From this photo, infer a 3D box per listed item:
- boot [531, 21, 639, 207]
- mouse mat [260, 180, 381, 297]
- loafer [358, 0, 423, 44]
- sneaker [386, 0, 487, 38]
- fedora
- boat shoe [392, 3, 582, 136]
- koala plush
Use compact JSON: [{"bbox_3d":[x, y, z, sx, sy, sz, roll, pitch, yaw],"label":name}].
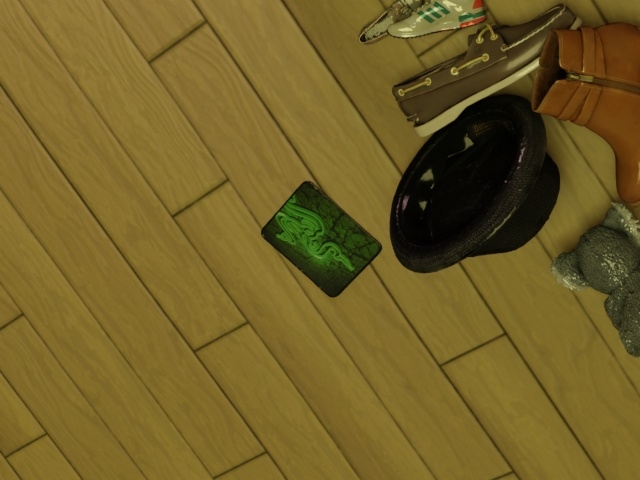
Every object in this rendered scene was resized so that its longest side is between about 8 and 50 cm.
[{"bbox_3d":[0.428,-0.189,1.684,0.220,0.109,0.283,-1,111,-21],"label":"boot"},{"bbox_3d":[0.000,0.000,2.016,0.190,0.007,0.152,42,117,0],"label":"mouse mat"},{"bbox_3d":[0.115,-0.359,1.815,0.125,0.039,0.045,-33,99,26],"label":"loafer"},{"bbox_3d":[0.183,-0.371,1.776,0.161,0.057,0.075,-9,101,8],"label":"sneaker"},{"bbox_3d":[0.268,-0.068,1.791,0.153,0.334,0.334,29,121,-29],"label":"fedora"},{"bbox_3d":[0.259,-0.285,1.759,0.324,0.116,0.096,-31,102,32],"label":"boat shoe"},{"bbox_3d":[0.500,0.060,1.786,0.221,0.203,0.196,50,117,8],"label":"koala plush"}]
